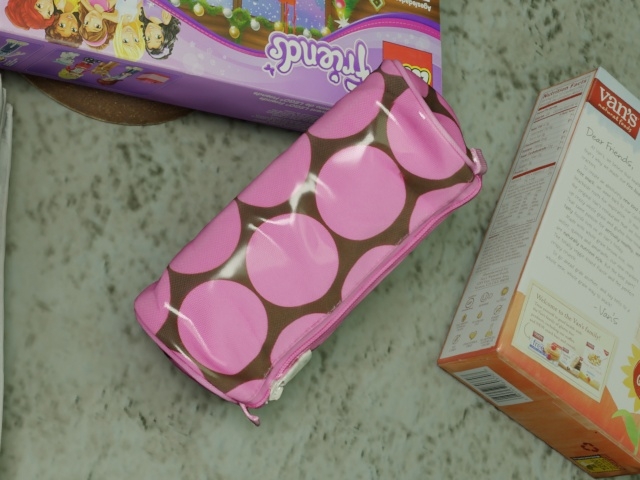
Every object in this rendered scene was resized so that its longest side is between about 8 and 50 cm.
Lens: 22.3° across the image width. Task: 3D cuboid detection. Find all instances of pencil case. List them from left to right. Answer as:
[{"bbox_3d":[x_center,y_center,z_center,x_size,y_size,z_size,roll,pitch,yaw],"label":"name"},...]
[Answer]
[{"bbox_3d":[0.000,0.000,0.905,0.209,0.095,0.098,-46,70,2],"label":"pencil case"}]

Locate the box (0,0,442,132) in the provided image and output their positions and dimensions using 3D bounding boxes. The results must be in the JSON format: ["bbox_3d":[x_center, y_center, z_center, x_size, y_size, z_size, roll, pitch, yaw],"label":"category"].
[{"bbox_3d":[-0.059,-0.176,0.937,0.293,0.057,0.201,9,73,-34],"label":"box"}]

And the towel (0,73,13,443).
[{"bbox_3d":[-0.297,0.045,0.762,0.317,0.053,0.332,8,72,-33],"label":"towel"}]

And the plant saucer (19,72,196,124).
[{"bbox_3d":[-0.114,-0.168,0.956,0.199,0.036,0.198,10,71,-32],"label":"plant saucer"}]

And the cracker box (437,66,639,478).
[{"bbox_3d":[0.187,0.022,1.098,0.156,0.067,0.232,37,61,-23],"label":"cracker box"}]
